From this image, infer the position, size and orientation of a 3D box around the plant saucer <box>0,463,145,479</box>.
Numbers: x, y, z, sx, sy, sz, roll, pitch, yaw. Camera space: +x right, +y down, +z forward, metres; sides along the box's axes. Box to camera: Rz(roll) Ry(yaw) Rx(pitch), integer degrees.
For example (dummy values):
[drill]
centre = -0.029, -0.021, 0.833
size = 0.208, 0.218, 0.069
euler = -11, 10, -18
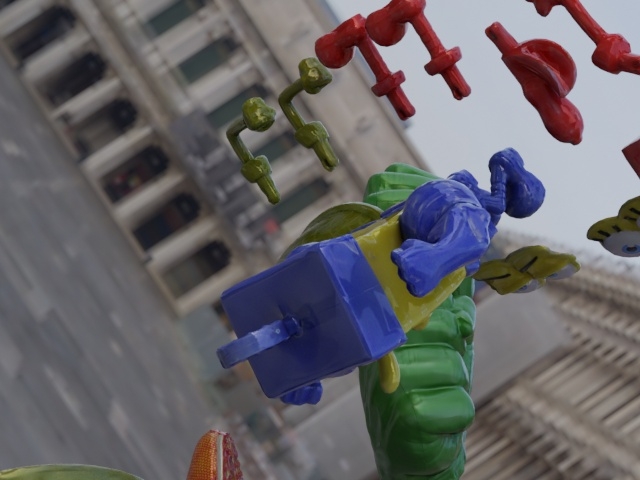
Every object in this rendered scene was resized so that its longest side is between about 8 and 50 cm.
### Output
[plant saucer]
centre = -0.224, 0.249, 1.273
size = 0.241, 0.241, 0.037
euler = 63, 7, -54

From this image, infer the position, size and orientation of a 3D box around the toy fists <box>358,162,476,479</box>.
[toy fists]
centre = 0.076, 0.058, 1.315
size = 0.279, 0.096, 0.142
euler = -87, 169, -45

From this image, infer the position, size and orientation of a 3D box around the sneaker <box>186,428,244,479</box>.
[sneaker]
centre = -0.077, 0.188, 0.935
size = 0.064, 0.067, 0.175
euler = 64, 31, -63

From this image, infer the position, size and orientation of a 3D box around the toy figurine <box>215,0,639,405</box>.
[toy figurine]
centre = 0.000, 0.000, 0.918
size = 0.362, 0.217, 0.191
euler = -24, -80, 53
